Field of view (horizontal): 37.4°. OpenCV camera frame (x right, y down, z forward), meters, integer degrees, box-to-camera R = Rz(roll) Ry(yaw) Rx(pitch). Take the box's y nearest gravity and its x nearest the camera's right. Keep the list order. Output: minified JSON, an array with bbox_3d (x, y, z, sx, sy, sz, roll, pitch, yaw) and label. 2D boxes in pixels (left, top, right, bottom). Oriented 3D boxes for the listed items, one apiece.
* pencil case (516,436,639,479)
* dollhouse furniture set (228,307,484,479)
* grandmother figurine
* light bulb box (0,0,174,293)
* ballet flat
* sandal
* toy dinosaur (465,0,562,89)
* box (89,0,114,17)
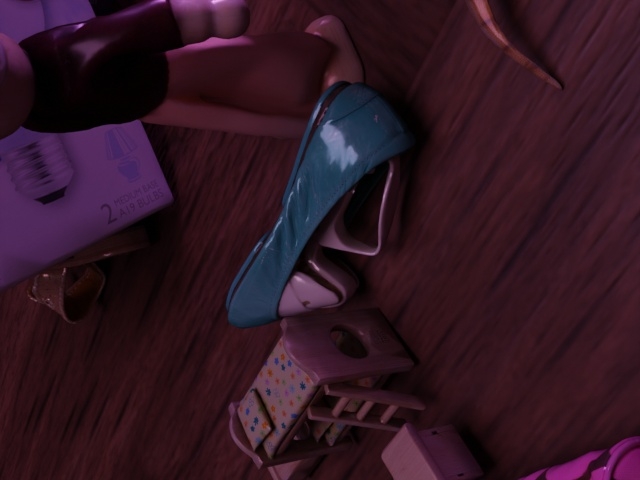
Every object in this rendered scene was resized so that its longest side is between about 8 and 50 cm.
[{"bbox_3d":[0.141,0.201,0.591,0.095,0.098,0.209,32,135,-13],"label":"pencil case"},{"bbox_3d":[0.003,0.173,0.708,0.161,0.101,0.182,57,132,33],"label":"dollhouse furniture set"},{"bbox_3d":[-0.123,-0.108,0.625,0.208,0.342,0.104,-33,74,45],"label":"grandmother figurine"},{"bbox_3d":[-0.381,-0.118,0.825,0.225,0.358,0.361,-8,109,46],"label":"light bulb box"},{"bbox_3d":[0.000,0.000,0.713,0.087,0.083,0.247,39,127,17],"label":"ballet flat"},{"bbox_3d":[-0.260,0.047,0.988,0.240,0.088,0.079,-15,91,40],"label":"sandal"},{"bbox_3d":[0.088,-0.199,0.592,0.112,0.064,0.212,8,103,44],"label":"toy dinosaur"},{"bbox_3d":[-0.261,-0.356,0.926,0.183,0.059,0.233,31,119,36],"label":"box"}]
